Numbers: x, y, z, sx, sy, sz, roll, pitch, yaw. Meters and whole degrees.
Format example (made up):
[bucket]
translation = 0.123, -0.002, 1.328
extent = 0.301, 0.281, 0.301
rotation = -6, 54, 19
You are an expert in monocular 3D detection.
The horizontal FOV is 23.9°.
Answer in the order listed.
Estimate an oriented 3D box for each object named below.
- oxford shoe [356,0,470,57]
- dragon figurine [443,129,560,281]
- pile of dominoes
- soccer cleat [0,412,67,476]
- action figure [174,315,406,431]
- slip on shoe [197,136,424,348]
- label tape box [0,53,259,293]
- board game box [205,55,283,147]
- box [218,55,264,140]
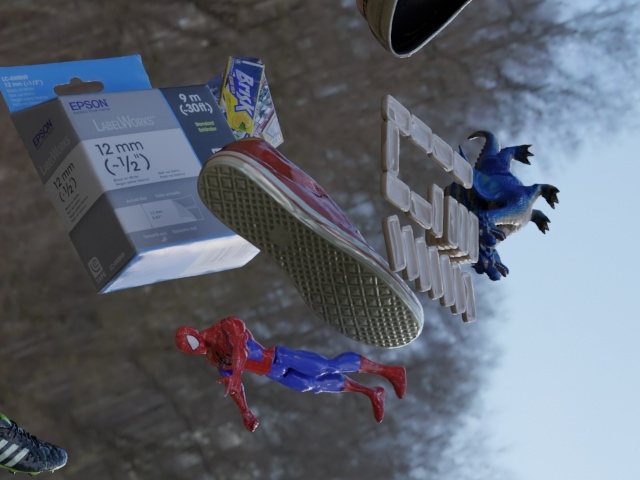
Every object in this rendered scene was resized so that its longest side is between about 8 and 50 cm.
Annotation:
[oxford shoe]
translation = 0.193, -0.382, 1.800
extent = 0.397, 0.140, 0.146
rotation = -56, -155, 25
[dragon figurine]
translation = 0.209, -0.069, 1.943
extent = 0.289, 0.144, 0.085
rotation = -114, -152, -42
[pile of dominoes]
translation = 0.111, -0.027, 1.689
extent = 0.251, 0.040, 0.196
rotation = 32, 55, -55
[soccer cleat]
translation = -0.415, 0.268, 2.011
extent = 0.060, 0.179, 0.072
rotation = 43, -65, 56
[action figure]
translation = -0.041, 0.174, 1.756
extent = 0.091, 0.280, 0.139
rotation = 125, -23, -43
[slip on shoe]
translation = 0.000, 0.000, 1.781
extent = 0.331, 0.101, 0.123
rotation = 42, -51, -11
[label tape box]
translation = -0.239, -0.119, 1.962
extent = 0.115, 0.249, 0.347
rotation = -42, -111, 41
[board game box]
translation = -0.169, -0.165, 2.429
extent = 0.042, 0.243, 0.165
rotation = 19, -43, 38
[box]
translation = -0.129, -0.192, 2.290
extent = 0.054, 0.059, 0.168
rotation = 117, -16, -62
